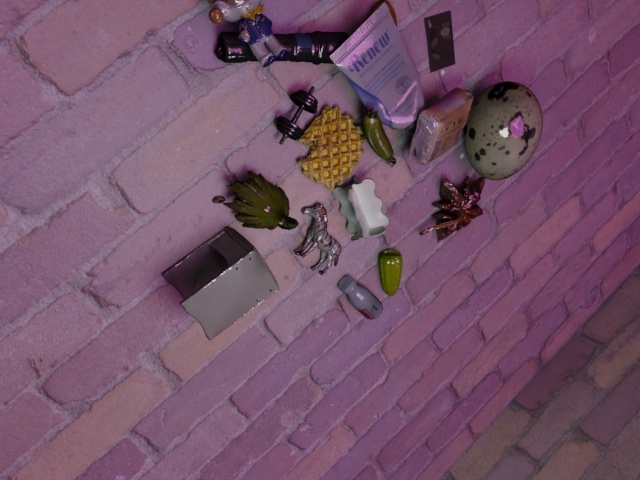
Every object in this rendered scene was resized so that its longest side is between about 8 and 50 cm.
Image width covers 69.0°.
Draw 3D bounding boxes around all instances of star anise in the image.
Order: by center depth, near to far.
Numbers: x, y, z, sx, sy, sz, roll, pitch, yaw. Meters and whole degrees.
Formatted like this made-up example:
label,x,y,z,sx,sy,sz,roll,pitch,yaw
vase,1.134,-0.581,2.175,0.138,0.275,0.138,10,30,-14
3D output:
label,x,y,z,sx,sy,sz,roll,pitch,yaw
star anise,0.571,-0.129,1.948,0.349,0.109,0.293,-3,104,-29

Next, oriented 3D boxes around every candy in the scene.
label,x,y,z,sx,sy,sz,roll,pitch,yaw
candy,0.285,0.137,1.892,0.096,0.096,0.210,-18,123,-24

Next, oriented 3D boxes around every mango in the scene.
label,x,y,z,sx,sy,sz,roll,pitch,yaw
mango,0.201,-0.699,1.528,0.111,0.089,0.163,31,84,-34

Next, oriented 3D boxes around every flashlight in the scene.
label,x,y,z,sx,sy,sz,roll,pitch,yaw
flashlight,-0.102,-0.574,1.392,0.423,0.103,0.103,-12,114,-25

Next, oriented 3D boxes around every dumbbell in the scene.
label,x,y,z,sx,sy,sz,roll,pitch,yaw
dumbbell,-0.074,-0.396,1.473,0.099,0.099,0.209,30,91,-35

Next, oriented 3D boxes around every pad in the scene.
label,x,y,z,sx,sy,sz,roll,pitch,yaw
pad,0.440,-0.728,1.707,0.127,0.004,0.190,-26,119,-20

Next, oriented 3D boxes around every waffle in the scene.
label,x,y,z,sx,sy,sz,roll,pitch,yaw
waffle,0.039,-0.312,1.597,0.250,0.056,0.261,40,82,-36

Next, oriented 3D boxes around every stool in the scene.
label,x,y,z,sx,sy,sz,roll,pitch,yaw
stool,-0.309,0.122,1.441,0.269,0.243,0.170,-37,122,-14

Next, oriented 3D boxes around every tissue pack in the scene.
label,x,y,z,sx,sy,sz,roll,pitch,yaw
tissue pack,0.434,-0.405,1.679,0.256,0.122,0.215,-41,153,-36

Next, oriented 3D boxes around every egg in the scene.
label,x,y,z,sx,sy,sz,roll,pitch,yaw
egg,0.702,-0.420,1.809,0.287,0.288,0.380,-17,132,-24

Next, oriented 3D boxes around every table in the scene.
label,x,y,z,sx,sy,sz,roll,pitch,yaw
table,0.145,-0.121,1.679,0.166,0.166,0.199,-32,113,-17

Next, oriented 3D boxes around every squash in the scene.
label,x,y,z,sx,sy,sz,roll,pitch,yaw
squash,0.197,-0.361,1.626,0.071,0.080,0.318,-33,149,6

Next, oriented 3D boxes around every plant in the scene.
label,x,y,z,sx,sy,sz,roll,pitch,yaw
plant,-0.152,-0.060,1.429,0.251,0.333,0.180,14,116,-46

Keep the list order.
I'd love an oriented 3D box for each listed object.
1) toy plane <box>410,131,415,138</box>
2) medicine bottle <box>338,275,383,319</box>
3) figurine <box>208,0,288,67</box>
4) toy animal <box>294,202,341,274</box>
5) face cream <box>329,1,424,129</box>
label,x,y,z,sx,sy,sz,roll,pitch,yaw
toy plane,0.369,-0.385,1.776,0.083,0.033,0.080,46,71,-34
medicine bottle,0.159,0.226,1.848,0.090,0.090,0.217,-49,124,-6
figurine,-0.189,-0.611,1.258,0.274,0.133,0.194,35,80,-17
toy animal,-0.015,0.007,1.669,0.169,0.089,0.255,-35,125,-19
face cream,0.218,-0.532,1.544,0.235,0.137,0.420,-43,132,3
